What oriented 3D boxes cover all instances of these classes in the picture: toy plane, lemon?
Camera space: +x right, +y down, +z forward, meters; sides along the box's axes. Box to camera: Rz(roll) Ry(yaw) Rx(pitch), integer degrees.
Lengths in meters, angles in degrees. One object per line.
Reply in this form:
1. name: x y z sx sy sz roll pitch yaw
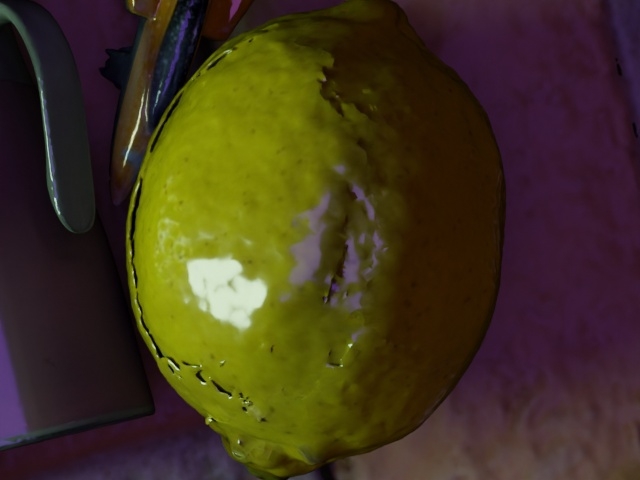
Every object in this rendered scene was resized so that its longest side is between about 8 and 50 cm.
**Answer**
1. toy plane: -0.066 -0.174 0.904 0.204 0.103 0.316 15 105 -30
2. lemon: 0.000 0.000 0.871 0.204 0.204 0.260 13 91 0

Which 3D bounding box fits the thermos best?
1. thermos: -0.181 -0.018 0.898 0.176 0.146 0.265 -16 85 42
